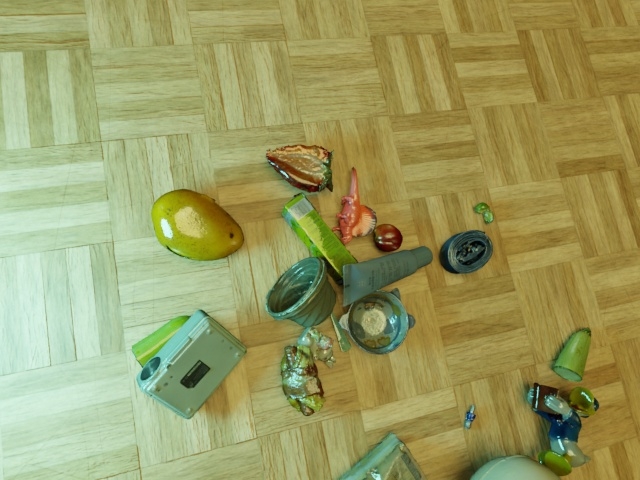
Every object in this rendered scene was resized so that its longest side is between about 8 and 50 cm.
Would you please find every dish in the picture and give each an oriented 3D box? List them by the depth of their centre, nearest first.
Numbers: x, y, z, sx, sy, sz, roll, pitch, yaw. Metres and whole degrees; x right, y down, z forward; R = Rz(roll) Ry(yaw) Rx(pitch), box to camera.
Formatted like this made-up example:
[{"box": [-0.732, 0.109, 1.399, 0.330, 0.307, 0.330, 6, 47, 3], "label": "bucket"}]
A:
[{"box": [0.180, 0.254, 1.343, 0.237, 0.086, 0.227, 25, 74, -6], "label": "dish"}]

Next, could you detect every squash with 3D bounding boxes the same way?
[{"box": [-0.447, 0.291, 1.207, 0.188, 0.095, 0.095, -34, 87, -20], "label": "squash"}, {"box": [0.926, 0.397, 1.479, 0.094, 0.094, 0.224, 42, 66, -1], "label": "squash"}]

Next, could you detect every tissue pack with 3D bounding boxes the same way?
[{"box": [0.195, 0.752, 1.229, 0.257, 0.123, 0.214, -32, 89, -15], "label": "tissue pack"}]

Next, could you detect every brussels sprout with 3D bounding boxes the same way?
[{"box": [0.614, -0.105, 1.530, 0.051, 0.046, 0.083, -42, 99, -20], "label": "brussels sprout"}]

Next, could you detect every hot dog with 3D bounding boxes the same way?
[{"box": [-0.063, 0.419, 1.234, 0.103, 0.146, 0.213, -13, 76, -41], "label": "hot dog"}]

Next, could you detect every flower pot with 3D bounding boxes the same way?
[{"box": [-0.043, 0.175, 1.263, 0.235, 0.235, 0.140, -49, 114, -16], "label": "flower pot"}]

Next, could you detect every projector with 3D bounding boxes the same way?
[{"box": [-0.359, 0.352, 1.167, 0.256, 0.099, 0.192, -48, 120, -16], "label": "projector"}]

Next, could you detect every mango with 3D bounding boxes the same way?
[{"box": [-0.376, -0.033, 1.257, 0.291, 0.160, 0.190, 24, 68, -16], "label": "mango"}]

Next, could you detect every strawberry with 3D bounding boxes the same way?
[{"box": [-0.071, -0.232, 1.385, 0.229, 0.098, 0.174, 0, 78, -8], "label": "strawberry"}]

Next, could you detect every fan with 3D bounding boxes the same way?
[{"box": [0.051, 0.272, 1.350, 0.038, 0.016, 0.193, -21, 85, -18], "label": "fan"}]

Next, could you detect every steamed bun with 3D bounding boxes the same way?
[{"box": [0.572, 0.828, 1.196, 0.334, 0.334, 0.374, 42, 79, -1], "label": "steamed bun"}]

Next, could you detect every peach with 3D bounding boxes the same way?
[{"box": [0.233, -0.011, 1.405, 0.101, 0.101, 0.100, 2, 78, -11], "label": "peach"}]

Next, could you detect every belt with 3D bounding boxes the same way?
[{"box": [0.522, 0.039, 1.458, 0.190, 0.082, 0.141, -27, 91, -14], "label": "belt"}]

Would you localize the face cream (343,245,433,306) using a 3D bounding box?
[{"box": [0.218, 0.094, 1.323, 0.386, 0.086, 0.135, -16, 115, -36], "label": "face cream"}]

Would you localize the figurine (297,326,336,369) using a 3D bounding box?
[{"box": [0.003, 0.339, 1.283, 0.146, 0.098, 0.081, 39, 62, -1], "label": "figurine"}]

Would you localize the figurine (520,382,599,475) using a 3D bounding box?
[{"box": [0.811, 0.601, 1.391, 0.339, 0.204, 0.283, -20, 76, -27], "label": "figurine"}]

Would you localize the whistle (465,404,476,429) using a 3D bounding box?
[{"box": [0.503, 0.592, 1.373, 0.033, 0.029, 0.083, 31, 77, -43], "label": "whistle"}]

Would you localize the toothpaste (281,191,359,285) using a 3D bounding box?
[{"box": [0.000, 0.000, 1.344, 0.077, 0.110, 0.327, -38, 89, -18], "label": "toothpaste"}]

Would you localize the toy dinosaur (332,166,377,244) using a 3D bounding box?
[{"box": [0.135, -0.111, 1.403, 0.139, 0.070, 0.285, 17, 75, 3], "label": "toy dinosaur"}]
